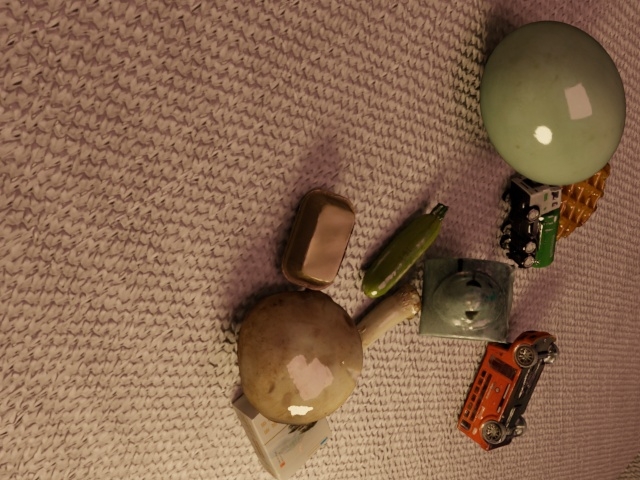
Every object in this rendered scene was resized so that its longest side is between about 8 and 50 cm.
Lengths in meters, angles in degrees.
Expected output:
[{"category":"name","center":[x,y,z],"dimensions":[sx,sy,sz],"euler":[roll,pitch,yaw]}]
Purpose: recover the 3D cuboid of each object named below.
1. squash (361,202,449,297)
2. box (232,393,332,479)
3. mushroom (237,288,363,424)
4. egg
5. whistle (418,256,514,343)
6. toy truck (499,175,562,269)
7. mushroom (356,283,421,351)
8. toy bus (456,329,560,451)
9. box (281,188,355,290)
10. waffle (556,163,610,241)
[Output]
[{"category":"squash","center":[0.171,0.022,1.774],"dimensions":[0.252,0.066,0.066],"euler":[-45,139,-17]},{"category":"box","center":[-0.070,0.355,1.724],"dimensions":[0.149,0.067,0.233],"euler":[-39,136,-22]},{"category":"mushroom","center":[-0.038,0.202,1.570],"dimensions":[0.255,0.254,0.184],"euler":[-34,177,-28]},{"category":"egg","center":[0.461,-0.266,1.743],"dimensions":[0.276,0.276,0.389],"euler":[-49,139,-13]},{"category":"whistle","center":[0.349,0.137,1.911],"dimensions":[0.405,0.188,0.168],"euler":[13,79,-54]},{"category":"toy truck","center":[0.497,-0.038,2.038],"dimensions":[0.125,0.101,0.242],"euler":[-17,128,-16]},{"category":"mushroom","center":[0.124,0.175,1.822],"dimensions":[0.209,0.071,0.084],"euler":[-38,165,-21]},{"category":"toy bus","center":[0.480,0.368,2.253],"dimensions":[0.143,0.153,0.329],"euler":[2,113,-49]},{"category":"box","center":[0.000,0.000,1.551],"dimensions":[0.111,0.111,0.177],"euler":[20,89,-51]},{"category":"waffle","center":[0.621,-0.137,2.159],"dimensions":[0.302,0.068,0.324],"euler":[-37,134,-27]}]
